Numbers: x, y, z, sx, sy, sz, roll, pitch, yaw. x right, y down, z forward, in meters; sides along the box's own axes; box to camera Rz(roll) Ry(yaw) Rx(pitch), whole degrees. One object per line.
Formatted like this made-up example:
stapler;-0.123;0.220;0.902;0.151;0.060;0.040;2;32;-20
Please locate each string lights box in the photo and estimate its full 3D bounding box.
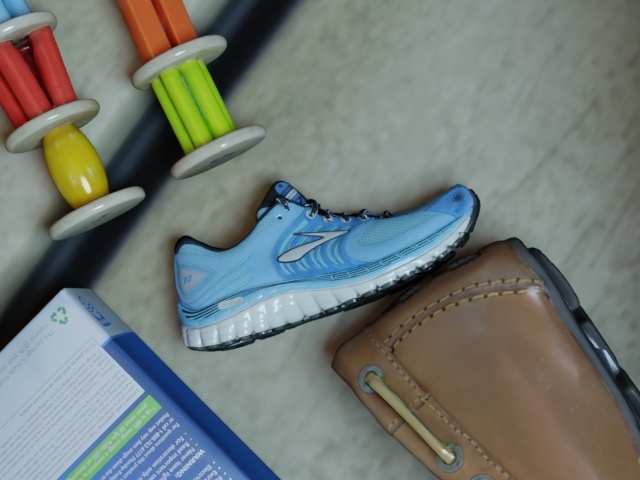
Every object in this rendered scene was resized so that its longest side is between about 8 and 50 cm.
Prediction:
string lights box;-0.074;0.160;0.884;0.133;0.077;0.259;-45;87;1

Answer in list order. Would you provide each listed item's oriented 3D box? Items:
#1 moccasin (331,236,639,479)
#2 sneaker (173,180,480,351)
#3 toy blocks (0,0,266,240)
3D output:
moccasin;0.142;0.183;0.842;0.147;0.139;0.380;-35;87;2
sneaker;0.000;0.000;0.893;0.162;0.063;0.073;-19;84;2
toy blocks;-0.112;-0.092;0.905;0.123;0.054;0.148;-27;87;3
